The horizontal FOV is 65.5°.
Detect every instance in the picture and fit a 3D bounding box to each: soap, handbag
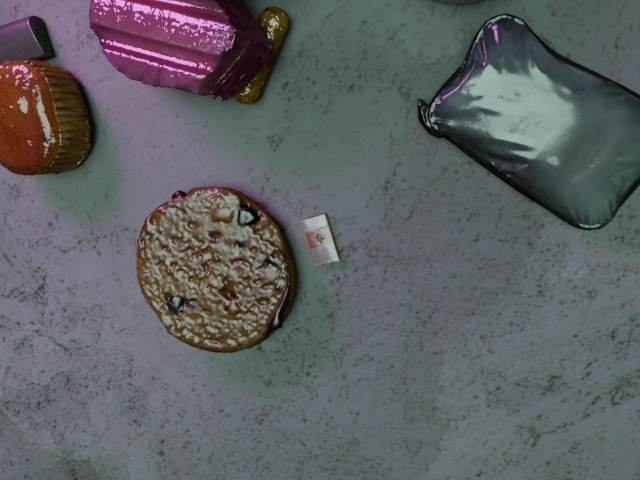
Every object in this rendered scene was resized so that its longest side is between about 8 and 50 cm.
[{"bbox_3d":[-0.210,-0.315,0.746,0.289,0.112,0.182,20,108,22],"label":"soap"},{"bbox_3d":[0.315,-0.166,0.706,0.332,0.075,0.192,33,109,1],"label":"handbag"}]

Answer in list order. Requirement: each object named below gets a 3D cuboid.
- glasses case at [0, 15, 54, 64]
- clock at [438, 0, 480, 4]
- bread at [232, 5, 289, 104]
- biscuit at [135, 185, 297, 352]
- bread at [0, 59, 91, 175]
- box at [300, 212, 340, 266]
[{"bbox_3d":[-0.572,-0.339,0.888,0.190,0.042,0.072,-10,106,15],"label":"glasses case"},{"bbox_3d":[0.200,-0.448,0.670,0.230,0.083,0.231,2,103,11],"label":"clock"},{"bbox_3d":[-0.097,-0.290,0.785,0.052,0.044,0.157,30,105,12],"label":"bread"},{"bbox_3d":[-0.177,0.052,0.855,0.295,0.075,0.296,1,101,7],"label":"biscuit"},{"bbox_3d":[-0.502,-0.211,0.862,0.199,0.104,0.199,3,102,14],"label":"bread"},{"bbox_3d":[0.000,0.000,0.837,0.046,0.012,0.083,-15,99,16],"label":"box"}]
